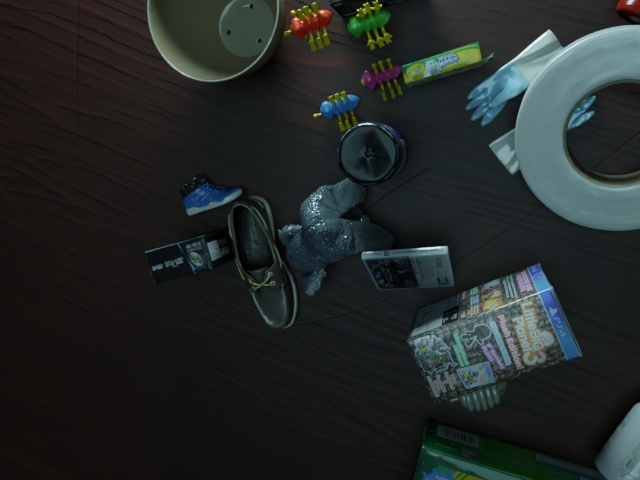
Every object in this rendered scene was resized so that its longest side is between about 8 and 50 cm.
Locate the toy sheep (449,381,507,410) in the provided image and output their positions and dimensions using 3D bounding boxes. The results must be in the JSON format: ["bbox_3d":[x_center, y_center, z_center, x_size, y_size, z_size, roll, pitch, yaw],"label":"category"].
[{"bbox_3d":[0.346,0.331,1.380,0.132,0.091,0.091,-18,94,10],"label":"toy sheep"}]

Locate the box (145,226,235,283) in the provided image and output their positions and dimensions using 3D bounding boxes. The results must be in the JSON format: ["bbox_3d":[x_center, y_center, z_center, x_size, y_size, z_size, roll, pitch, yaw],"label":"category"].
[{"bbox_3d":[-0.285,0.030,1.435,0.148,0.180,0.077,-14,95,15],"label":"box"}]

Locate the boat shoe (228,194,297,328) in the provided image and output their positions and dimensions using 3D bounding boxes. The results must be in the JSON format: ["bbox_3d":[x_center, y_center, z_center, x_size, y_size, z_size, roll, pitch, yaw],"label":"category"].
[{"bbox_3d":[-0.137,0.058,1.446,0.117,0.097,0.324,-12,96,15],"label":"boat shoe"}]

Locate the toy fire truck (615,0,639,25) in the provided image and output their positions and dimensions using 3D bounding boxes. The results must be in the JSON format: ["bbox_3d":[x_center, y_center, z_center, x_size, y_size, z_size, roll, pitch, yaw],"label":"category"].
[{"bbox_3d":[0.670,-0.448,1.087,0.302,0.254,0.169,29,104,8],"label":"toy fire truck"}]

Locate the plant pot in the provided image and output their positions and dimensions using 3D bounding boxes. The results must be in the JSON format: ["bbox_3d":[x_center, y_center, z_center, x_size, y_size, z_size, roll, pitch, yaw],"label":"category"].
[{"bbox_3d":[-0.189,-0.469,1.325,0.284,0.191,0.284,2,98,16],"label":"plant pot"}]

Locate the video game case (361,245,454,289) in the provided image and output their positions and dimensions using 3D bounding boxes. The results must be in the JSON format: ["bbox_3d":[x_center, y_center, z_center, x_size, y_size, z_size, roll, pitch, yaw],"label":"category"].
[{"bbox_3d":[0.190,0.061,1.331,0.173,0.190,0.022,-4,66,14],"label":"video game case"}]

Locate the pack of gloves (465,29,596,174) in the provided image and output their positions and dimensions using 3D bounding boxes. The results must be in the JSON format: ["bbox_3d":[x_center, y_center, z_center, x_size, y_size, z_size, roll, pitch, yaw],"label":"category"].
[{"bbox_3d":[0.429,-0.280,1.282,0.232,0.046,0.195,-38,88,16],"label":"pack of gloves"}]

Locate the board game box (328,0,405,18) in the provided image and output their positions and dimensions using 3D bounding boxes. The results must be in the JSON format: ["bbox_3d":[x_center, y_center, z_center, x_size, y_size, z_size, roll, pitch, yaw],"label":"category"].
[{"bbox_3d":[0.118,-0.502,1.281,0.186,0.126,0.026,-10,94,15],"label":"board game box"}]

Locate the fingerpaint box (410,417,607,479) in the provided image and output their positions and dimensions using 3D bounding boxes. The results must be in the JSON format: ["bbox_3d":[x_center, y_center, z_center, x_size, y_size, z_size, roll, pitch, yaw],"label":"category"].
[{"bbox_3d":[0.402,0.647,1.373,0.445,0.163,0.370,14,102,12],"label":"fingerpaint box"}]

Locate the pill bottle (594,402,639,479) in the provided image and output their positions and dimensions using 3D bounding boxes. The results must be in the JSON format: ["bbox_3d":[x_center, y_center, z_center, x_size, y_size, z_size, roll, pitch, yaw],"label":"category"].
[{"bbox_3d":[0.682,0.407,1.283,0.131,0.131,0.229,31,105,7],"label":"pill bottle"}]

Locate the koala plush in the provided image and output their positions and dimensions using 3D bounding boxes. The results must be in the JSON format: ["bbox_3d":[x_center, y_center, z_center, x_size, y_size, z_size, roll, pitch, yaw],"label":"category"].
[{"bbox_3d":[0.000,0.000,1.371,0.221,0.203,0.196,-41,70,41],"label":"koala plush"}]

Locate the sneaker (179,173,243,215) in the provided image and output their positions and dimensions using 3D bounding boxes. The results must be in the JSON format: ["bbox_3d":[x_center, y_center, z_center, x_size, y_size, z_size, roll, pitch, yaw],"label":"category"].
[{"bbox_3d":[-0.261,-0.119,1.469,0.152,0.058,0.084,-16,103,22],"label":"sneaker"}]

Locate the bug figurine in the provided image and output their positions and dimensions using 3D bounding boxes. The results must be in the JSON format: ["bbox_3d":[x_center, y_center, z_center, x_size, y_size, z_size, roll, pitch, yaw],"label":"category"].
[{"bbox_3d":[0.057,-0.377,1.309,0.216,0.072,0.279,-14,125,11],"label":"bug figurine"}]

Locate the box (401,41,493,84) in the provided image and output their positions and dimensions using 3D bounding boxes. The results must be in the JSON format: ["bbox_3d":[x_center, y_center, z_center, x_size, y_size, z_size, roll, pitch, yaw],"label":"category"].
[{"bbox_3d":[0.260,-0.359,1.280,0.179,0.105,0.043,-12,96,15],"label":"box"}]

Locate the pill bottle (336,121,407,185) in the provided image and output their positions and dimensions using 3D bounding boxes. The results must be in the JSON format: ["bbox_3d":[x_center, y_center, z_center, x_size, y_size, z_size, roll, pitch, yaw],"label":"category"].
[{"bbox_3d":[0.113,-0.178,1.284,0.123,0.219,0.122,2,99,13],"label":"pill bottle"}]

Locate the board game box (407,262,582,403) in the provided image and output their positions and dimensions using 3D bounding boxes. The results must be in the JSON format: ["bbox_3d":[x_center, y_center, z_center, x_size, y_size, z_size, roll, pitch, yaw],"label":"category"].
[{"bbox_3d":[0.345,0.182,1.279,0.291,0.232,0.141,-23,94,16],"label":"board game box"}]

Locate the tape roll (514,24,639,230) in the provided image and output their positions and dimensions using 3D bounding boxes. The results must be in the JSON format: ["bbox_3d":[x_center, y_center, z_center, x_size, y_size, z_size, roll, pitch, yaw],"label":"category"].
[{"bbox_3d":[0.573,-0.209,1.197,0.392,0.072,0.391,8,114,18],"label":"tape roll"}]
